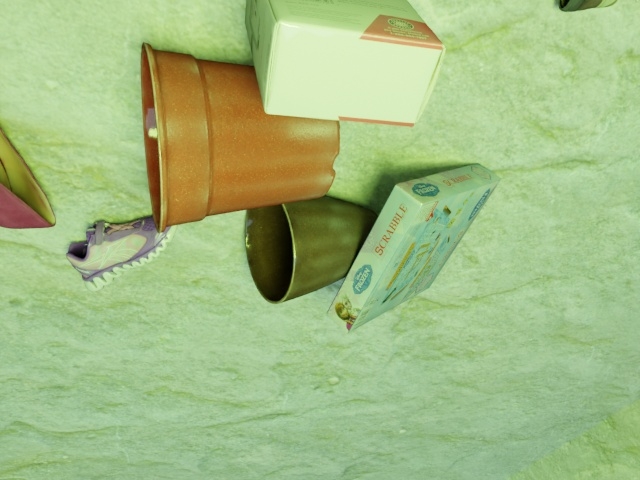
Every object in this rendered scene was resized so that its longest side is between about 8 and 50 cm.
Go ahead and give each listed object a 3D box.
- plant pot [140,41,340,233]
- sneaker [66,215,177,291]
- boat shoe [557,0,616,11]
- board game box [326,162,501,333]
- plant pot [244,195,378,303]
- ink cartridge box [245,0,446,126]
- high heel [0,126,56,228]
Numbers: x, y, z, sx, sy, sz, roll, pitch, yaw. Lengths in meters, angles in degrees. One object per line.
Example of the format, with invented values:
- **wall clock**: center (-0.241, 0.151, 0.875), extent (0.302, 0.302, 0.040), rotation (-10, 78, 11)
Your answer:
- **plant pot**: center (-0.127, -0.157, 0.814), extent (0.265, 0.272, 0.272), rotation (-5, 131, -21)
- **sneaker**: center (-0.377, 0.002, 0.984), extent (0.236, 0.095, 0.104), rotation (-30, 123, 12)
- **boat shoe**: center (0.409, -0.477, 0.777), extent (0.092, 0.102, 0.285), rotation (-21, 138, -3)
- **board game box**: center (0.189, 0.009, 1.048), extent (0.318, 0.066, 0.318), rotation (-17, 142, -47)
- **plant pot**: center (0.000, 0.000, 1.023), extent (0.231, 0.215, 0.215), rotation (-6, 132, -30)
- **ink cartridge box**: center (0.015, -0.283, 0.715), extent (0.207, 0.283, 0.117), rotation (1, 133, -16)
- **high heel**: center (-0.482, -0.162, 0.781), extent (0.181, 0.127, 0.377), rotation (16, 141, -15)
